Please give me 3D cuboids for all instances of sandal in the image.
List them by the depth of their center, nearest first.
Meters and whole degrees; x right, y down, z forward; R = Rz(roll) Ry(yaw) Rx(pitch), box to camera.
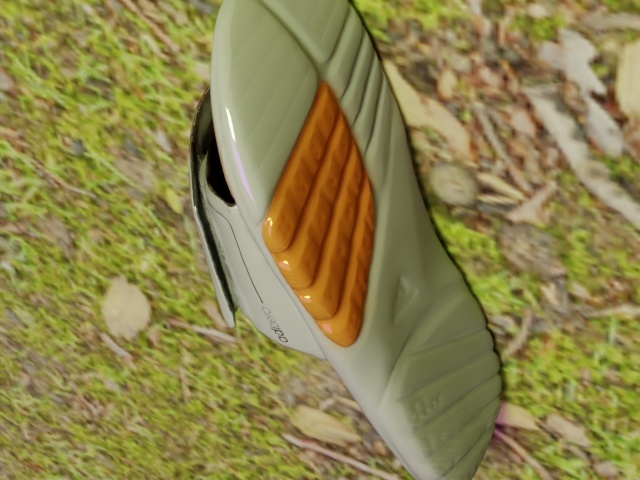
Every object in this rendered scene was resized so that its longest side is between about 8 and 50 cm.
[{"bbox_3d":[-0.004,0.008,0.798,0.076,0.102,0.265,2,135,32],"label":"sandal"}]
